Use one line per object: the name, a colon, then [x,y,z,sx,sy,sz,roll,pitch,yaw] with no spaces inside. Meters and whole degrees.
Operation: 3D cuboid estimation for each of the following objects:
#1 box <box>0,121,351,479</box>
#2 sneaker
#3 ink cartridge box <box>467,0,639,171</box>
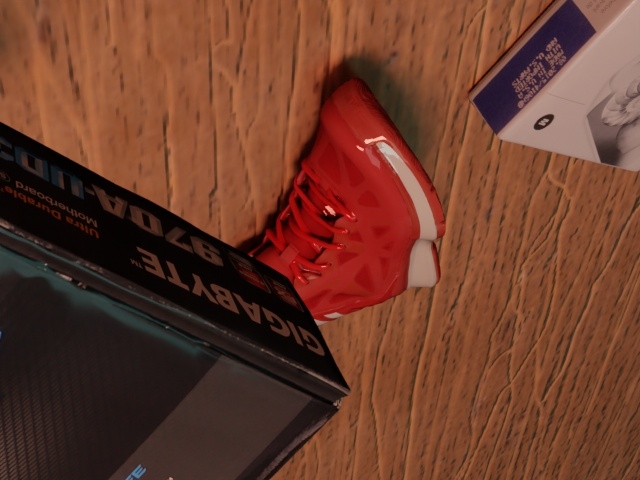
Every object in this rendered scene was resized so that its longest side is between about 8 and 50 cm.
box: [-0.128,0.065,0.388,0.220,0.051,0.175,-46,132,16]
sneaker: [0.000,0.000,0.973,0.128,0.087,0.221,-30,151,-5]
ink cartridge box: [0.233,-0.134,1.022,0.224,0.045,0.223,5,136,-48]
